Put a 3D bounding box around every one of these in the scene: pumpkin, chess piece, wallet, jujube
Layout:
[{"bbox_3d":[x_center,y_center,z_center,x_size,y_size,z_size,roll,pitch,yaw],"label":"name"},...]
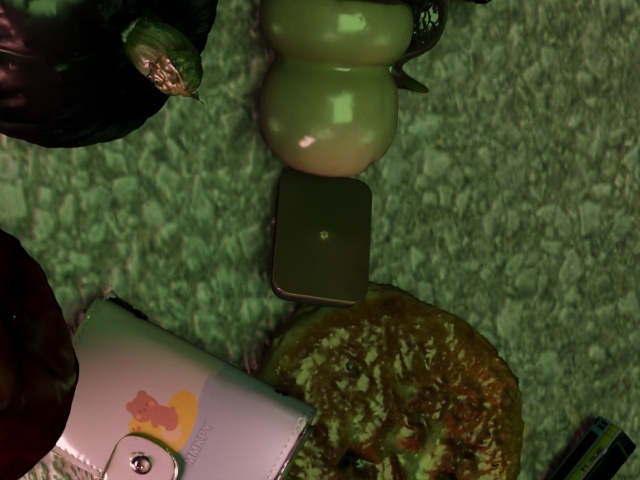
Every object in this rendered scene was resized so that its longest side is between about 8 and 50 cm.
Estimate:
[{"bbox_3d":[-0.172,-0.173,1.004,0.248,0.248,0.248,-3,99,-19],"label":"pumpkin"},{"bbox_3d":[0.014,-0.220,1.125,0.182,0.182,0.330,0,104,-20],"label":"chess piece"},{"bbox_3d":[-0.134,0.164,1.151,0.231,0.069,0.170,29,101,2],"label":"wallet"},{"bbox_3d":[-0.358,0.148,0.997,0.377,0.258,0.258,-44,110,-3],"label":"jujube"}]

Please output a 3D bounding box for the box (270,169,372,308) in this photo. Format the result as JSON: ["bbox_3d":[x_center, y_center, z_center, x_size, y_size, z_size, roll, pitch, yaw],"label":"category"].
[{"bbox_3d":[0.000,0.000,1.188,0.091,0.031,0.126,7,66,-12],"label":"box"}]

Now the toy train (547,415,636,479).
[{"bbox_3d":[0.244,0.277,1.343,0.209,0.042,0.044,-50,132,-6],"label":"toy train"}]

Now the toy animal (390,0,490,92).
[{"bbox_3d":[0.098,-0.216,1.215,0.105,0.070,0.202,35,92,-12],"label":"toy animal"}]

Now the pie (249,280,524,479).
[{"bbox_3d":[0.064,0.193,1.243,0.315,0.092,0.315,-3,97,-20],"label":"pie"}]
